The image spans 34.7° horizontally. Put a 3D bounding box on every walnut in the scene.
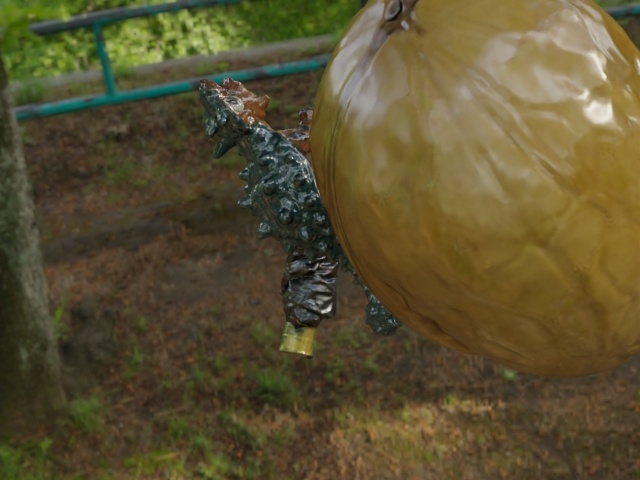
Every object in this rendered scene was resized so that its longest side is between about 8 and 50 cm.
[{"bbox_3d":[0.075,-0.020,0.399,0.144,0.180,0.144,-20,44,20],"label":"walnut"}]

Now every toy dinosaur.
[{"bbox_3d":[-0.007,-0.018,0.493,0.049,0.154,0.055,-32,6,46],"label":"toy dinosaur"}]

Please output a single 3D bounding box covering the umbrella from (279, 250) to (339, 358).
[{"bbox_3d":[0.000,0.000,0.626,0.037,0.143,0.040,4,-12,42],"label":"umbrella"}]
